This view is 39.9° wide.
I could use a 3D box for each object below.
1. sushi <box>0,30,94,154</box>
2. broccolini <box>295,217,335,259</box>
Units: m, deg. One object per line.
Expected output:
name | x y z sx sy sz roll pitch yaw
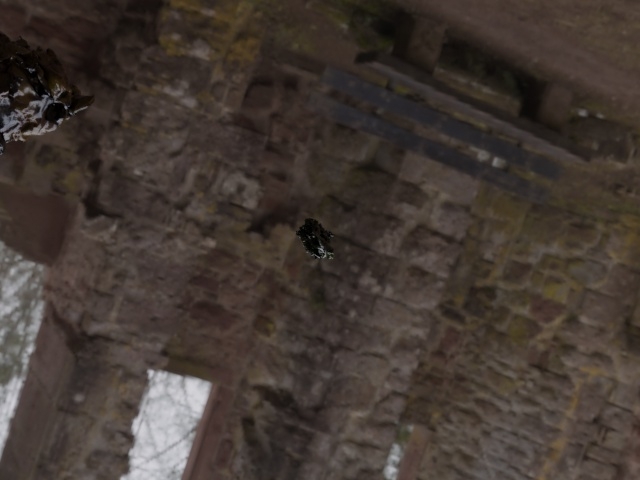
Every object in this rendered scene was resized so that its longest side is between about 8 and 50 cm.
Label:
sushi | -0.512 -0.247 1.459 0.200 0.204 0.213 29 154 40
broccolini | -0.007 0.012 1.544 0.074 0.058 0.201 37 -171 -9
